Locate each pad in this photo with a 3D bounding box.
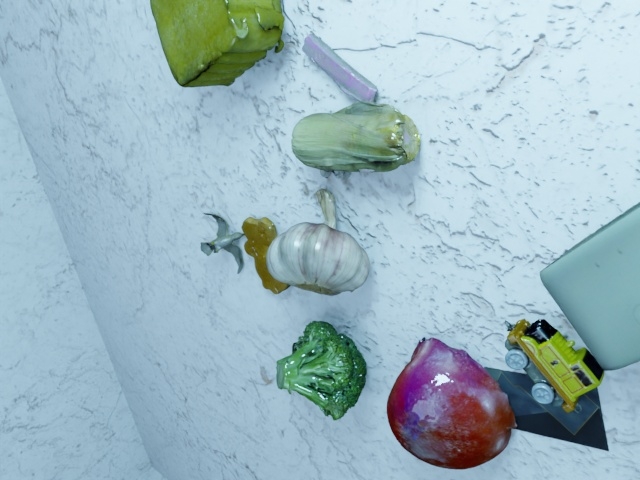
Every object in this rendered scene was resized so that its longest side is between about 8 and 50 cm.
[{"bbox_3d":[0.476,0.357,1.148,0.243,0.004,0.163,-2,113,46],"label":"pad"}]

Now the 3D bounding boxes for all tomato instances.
[{"bbox_3d":[0.285,0.411,1.246,0.290,0.176,0.334,31,133,26],"label":"tomato"}]

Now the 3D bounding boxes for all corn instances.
[{"bbox_3d":[0.066,-0.207,1.111,0.305,0.123,0.122,7,145,43],"label":"corn"}]

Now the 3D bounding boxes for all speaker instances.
[{"bbox_3d":[0.522,0.013,0.752,0.184,0.183,0.406,54,141,13],"label":"speaker"}]

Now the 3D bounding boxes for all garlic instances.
[{"bbox_3d":[0.000,0.000,1.294,0.245,0.245,0.253,-4,75,47],"label":"garlic"}]

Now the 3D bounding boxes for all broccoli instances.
[{"bbox_3d":[0.005,0.354,1.467,0.261,0.242,0.269,142,125,-69],"label":"broccoli"}]

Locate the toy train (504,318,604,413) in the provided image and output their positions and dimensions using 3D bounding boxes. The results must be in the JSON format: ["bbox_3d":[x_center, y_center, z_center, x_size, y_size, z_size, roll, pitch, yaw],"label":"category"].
[{"bbox_3d":[0.447,0.231,1.036,0.219,0.089,0.127,53,127,10],"label":"toy train"}]

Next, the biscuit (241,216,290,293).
[{"bbox_3d":[-0.149,0.046,1.561,0.184,0.035,0.248,0,115,46],"label":"biscuit"}]

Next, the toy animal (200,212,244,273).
[{"bbox_3d":[-0.292,0.011,1.641,0.155,0.095,0.219,-12,106,53],"label":"toy animal"}]

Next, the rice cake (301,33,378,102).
[{"bbox_3d":[0.041,-0.354,1.113,0.206,0.036,0.047,46,146,14],"label":"rice cake"}]

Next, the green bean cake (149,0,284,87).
[{"bbox_3d":[-0.210,-0.506,1.168,0.310,0.202,0.284,-10,95,47],"label":"green bean cake"}]

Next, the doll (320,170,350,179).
[{"bbox_3d":[0.026,-0.168,1.246,0.085,0.040,0.058,13,136,46],"label":"doll"}]

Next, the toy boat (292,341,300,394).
[{"bbox_3d":[-0.052,0.407,1.680,0.104,0.052,0.210,27,131,28],"label":"toy boat"}]
